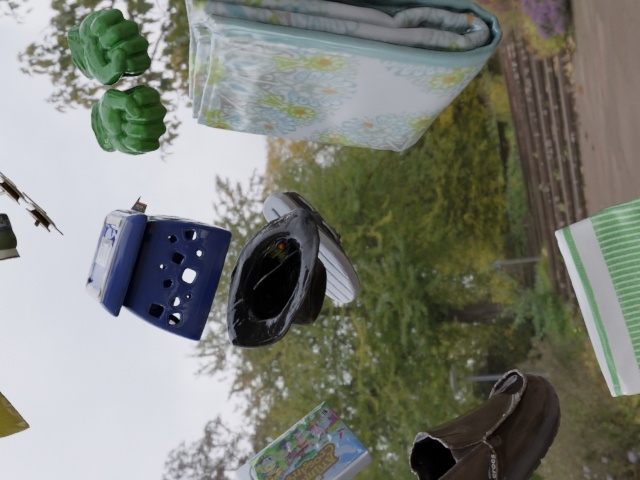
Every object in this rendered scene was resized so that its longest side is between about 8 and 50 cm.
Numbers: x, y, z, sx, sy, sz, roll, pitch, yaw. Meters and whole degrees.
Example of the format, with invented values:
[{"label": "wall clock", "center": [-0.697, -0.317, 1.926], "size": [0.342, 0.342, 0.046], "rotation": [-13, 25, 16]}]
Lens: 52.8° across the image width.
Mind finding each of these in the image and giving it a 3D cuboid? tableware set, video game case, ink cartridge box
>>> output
[{"label": "tableware set", "center": [-0.682, -0.079, 1.476], "size": [0.039, 0.194, 0.128], "rotation": [-47, -15, -19]}, {"label": "video game case", "center": [-0.035, 0.394, 1.125], "size": [0.023, 0.212, 0.193], "rotation": [59, 168, -23]}, {"label": "ink cartridge box", "center": [-0.423, -0.054, 1.480], "size": [0.115, 0.029, 0.063], "rotation": [-91, 23, -66]}]

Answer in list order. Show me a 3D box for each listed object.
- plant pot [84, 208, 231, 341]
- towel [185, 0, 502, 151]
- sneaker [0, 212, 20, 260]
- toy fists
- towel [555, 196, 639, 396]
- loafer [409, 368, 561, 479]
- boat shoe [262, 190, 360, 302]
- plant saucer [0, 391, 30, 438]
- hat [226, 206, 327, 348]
[{"label": "plant pot", "center": [-0.344, 0.054, 1.318], "size": [0.212, 0.236, 0.236], "rotation": [17, -92, -30]}, {"label": "towel", "center": [0.006, -0.228, 0.876], "size": [0.320, 0.374, 0.090], "rotation": [136, 139, -73]}, {"label": "sneaker", "center": [-0.585, -0.007, 1.109], "size": [0.064, 0.192, 0.086], "rotation": [-15, -80, -54]}, {"label": "toy fists", "center": [-0.387, -0.301, 1.244], "size": [0.096, 0.142, 0.279], "rotation": [-45, -54, -65]}, {"label": "towel", "center": [0.470, 0.046, 0.747], "size": [0.038, 0.325, 0.248], "rotation": [-28, -82, -62]}, {"label": "loafer", "center": [0.187, 0.266, 0.800], "size": [0.366, 0.130, 0.134], "rotation": [-39, -17, -48]}, {"label": "boat shoe", "center": [0.000, 0.000, 1.617], "size": [0.335, 0.121, 0.119], "rotation": [53, -138, 6]}, {"label": "plant saucer", "center": [-0.587, 0.155, 0.869], "size": [0.081, 0.333, 0.332], "rotation": [-56, -12, -31]}, {"label": "hat", "center": [-0.069, 0.101, 1.371], "size": [0.134, 0.331, 0.331], "rotation": [34, -133, -32]}]
